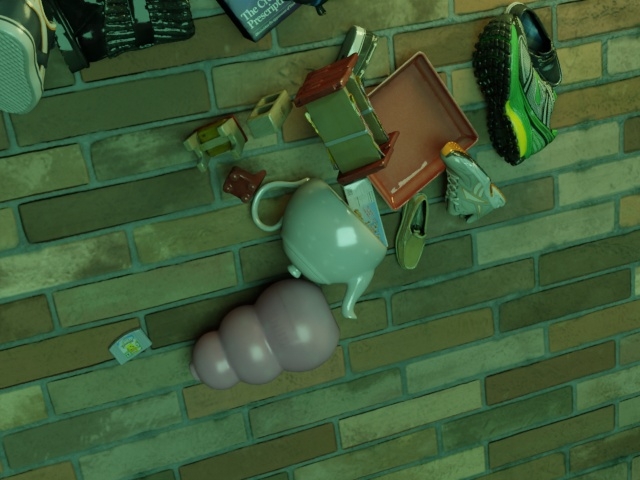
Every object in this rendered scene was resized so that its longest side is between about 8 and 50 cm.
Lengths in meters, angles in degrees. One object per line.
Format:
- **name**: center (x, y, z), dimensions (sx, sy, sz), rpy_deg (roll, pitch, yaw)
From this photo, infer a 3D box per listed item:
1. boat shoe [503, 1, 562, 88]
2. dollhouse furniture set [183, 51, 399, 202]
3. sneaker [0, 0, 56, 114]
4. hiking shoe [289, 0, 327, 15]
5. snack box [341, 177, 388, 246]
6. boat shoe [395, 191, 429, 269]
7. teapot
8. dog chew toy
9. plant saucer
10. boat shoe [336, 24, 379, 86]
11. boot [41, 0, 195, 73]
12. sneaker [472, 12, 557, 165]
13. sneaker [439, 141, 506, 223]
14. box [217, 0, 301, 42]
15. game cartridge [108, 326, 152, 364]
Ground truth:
- **boat shoe**: center (0.486, -0.428, 1.973), dimensions (0.080, 0.076, 0.228), rpy_deg (-35, 116, -4)
- **dollhouse furniture set**: center (-0.057, -0.206, 1.796), dimensions (0.374, 0.152, 0.201), rpy_deg (-17, 117, 24)
- **sneaker**: center (-0.534, -0.335, 1.567), dimensions (0.126, 0.321, 0.127), rpy_deg (21, 67, -16)
- **hiking shoe**: center (-0.015, -0.582, 1.638), dimensions (0.132, 0.113, 0.304), rpy_deg (5, 101, -52)
- **snack box**: center (0.101, -0.055, 2.004), dimensions (0.064, 0.022, 0.178), rpy_deg (-22, 114, -11)
- **boat shoe**: center (0.214, -0.016, 2.029), dimensions (0.068, 0.072, 0.190), rpy_deg (-5, 111, -17)
- **teapot**: center (0.000, 0.000, 1.876), dimensions (0.187, 0.256, 0.252), rpy_deg (-43, 125, 4)
- **dog chew toy**: center (-0.129, 0.218, 1.933), dimensions (0.332, 0.206, 0.206), rpy_deg (-24, 115, -1)
- **plant saucer**: center (0.183, -0.240, 1.953), dimensions (0.258, 0.048, 0.259), rpy_deg (-41, 117, -2)
- **boat shoe**: center (0.061, -0.335, 1.859), dimensions (0.070, 0.078, 0.219), rpy_deg (19, 100, -23)
- **boot**: center (-0.394, -0.494, 1.612), dimensions (0.260, 0.131, 0.348), rpy_deg (-21, 125, -3)
- **sneaker**: center (0.439, -0.345, 1.973), dimensions (0.146, 0.134, 0.343), rpy_deg (-28, 125, -15)
- **sneaker**: center (0.320, -0.115, 1.988), dimensions (0.121, 0.099, 0.262), rpy_deg (-41, 137, 8)
- **box**: center (-0.091, -0.541, 1.722), dimensions (0.261, 0.103, 0.184), rpy_deg (-41, 114, -2)
- **game cartridge**: center (-0.416, 0.227, 1.932), dimensions (0.083, 0.017, 0.056), rpy_deg (-35, 112, -5)
